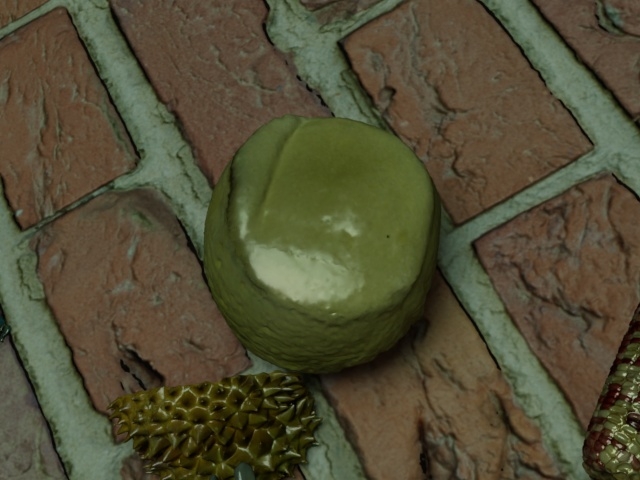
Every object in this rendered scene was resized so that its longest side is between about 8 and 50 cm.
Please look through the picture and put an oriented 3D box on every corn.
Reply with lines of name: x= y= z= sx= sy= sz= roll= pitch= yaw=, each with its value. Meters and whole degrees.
corn: x=0.382 y=0.150 z=1.371 sx=0.098 sy=0.098 sz=0.290 roll=18 pitch=68 yaw=26

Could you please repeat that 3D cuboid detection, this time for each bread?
bread: x=0.001 y=0.005 z=1.507 sx=0.320 sy=0.237 sz=0.321 roll=-1 pitch=66 yaw=3

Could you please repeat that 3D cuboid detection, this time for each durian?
durian: x=-0.134 y=0.247 z=1.499 sx=0.260 sy=0.154 sz=0.187 roll=-24 pitch=83 yaw=15

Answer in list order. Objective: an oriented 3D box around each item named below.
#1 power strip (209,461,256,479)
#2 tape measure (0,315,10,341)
power strip: x=-0.083 y=0.375 z=1.391 sx=0.139 sy=0.140 sz=0.224 roll=-18 pitch=58 yaw=10
tape measure: x=-0.527 y=0.094 z=1.702 sx=0.146 sy=0.125 sz=0.081 roll=19 pitch=72 yaw=27
